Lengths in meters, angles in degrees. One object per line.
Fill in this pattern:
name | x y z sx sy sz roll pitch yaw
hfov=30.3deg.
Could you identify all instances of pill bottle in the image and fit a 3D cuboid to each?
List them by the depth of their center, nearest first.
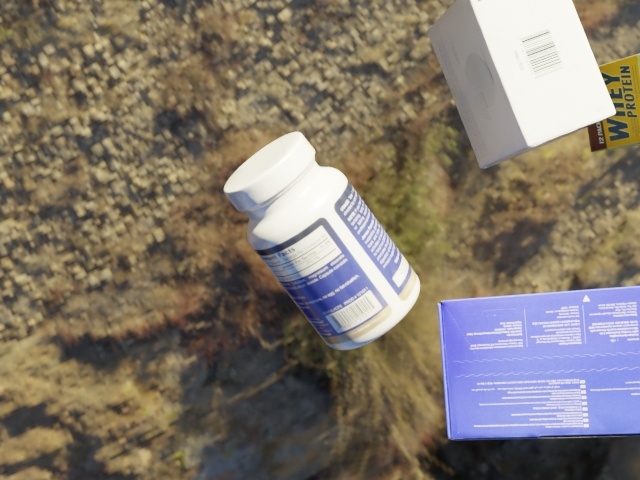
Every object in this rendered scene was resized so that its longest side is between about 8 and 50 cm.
pill bottle | 0.000 0.000 1.534 0.153 0.153 0.264 -36 108 1

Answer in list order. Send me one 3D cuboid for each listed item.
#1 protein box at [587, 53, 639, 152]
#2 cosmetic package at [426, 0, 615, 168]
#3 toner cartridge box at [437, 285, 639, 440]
protein box | 0.558 -0.230 1.880 0.201 0.136 0.200 -10 -179 -25
cosmetic package | 0.270 -0.236 1.630 0.138 0.224 0.225 -21 180 -11
toner cartridge box | 0.312 0.136 1.328 0.348 0.165 0.075 -5 177 25
